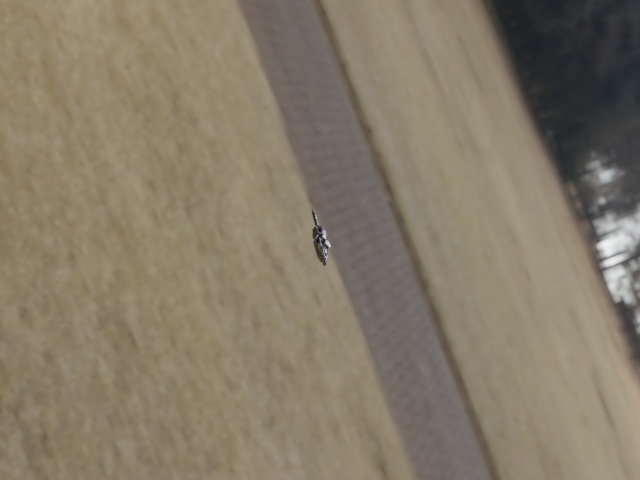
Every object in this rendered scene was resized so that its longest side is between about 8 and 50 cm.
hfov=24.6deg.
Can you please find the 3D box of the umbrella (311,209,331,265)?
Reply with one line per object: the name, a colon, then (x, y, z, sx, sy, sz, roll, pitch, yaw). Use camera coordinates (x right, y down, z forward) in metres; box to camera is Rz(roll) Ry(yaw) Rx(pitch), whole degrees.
umbrella: (0.001, 0.003, 1.153, 0.122, 0.013, 0.022, -101, 175, -69)
